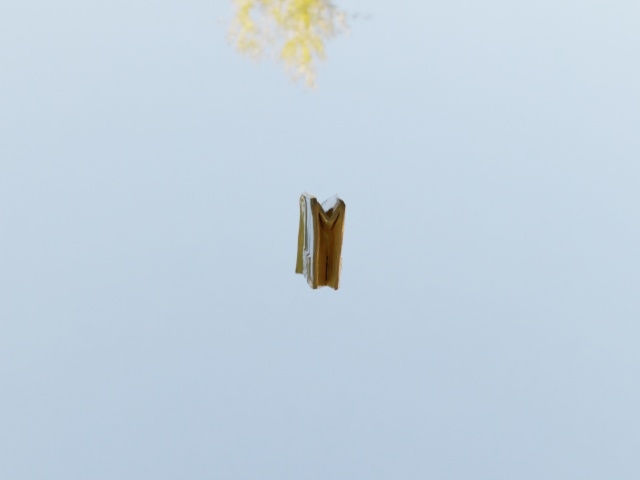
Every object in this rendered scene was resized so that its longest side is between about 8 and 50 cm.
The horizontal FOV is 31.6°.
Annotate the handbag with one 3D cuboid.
[{"bbox_3d":[0.000,0.000,0.734,0.027,0.061,0.083,3,-174,-4],"label":"handbag"}]
